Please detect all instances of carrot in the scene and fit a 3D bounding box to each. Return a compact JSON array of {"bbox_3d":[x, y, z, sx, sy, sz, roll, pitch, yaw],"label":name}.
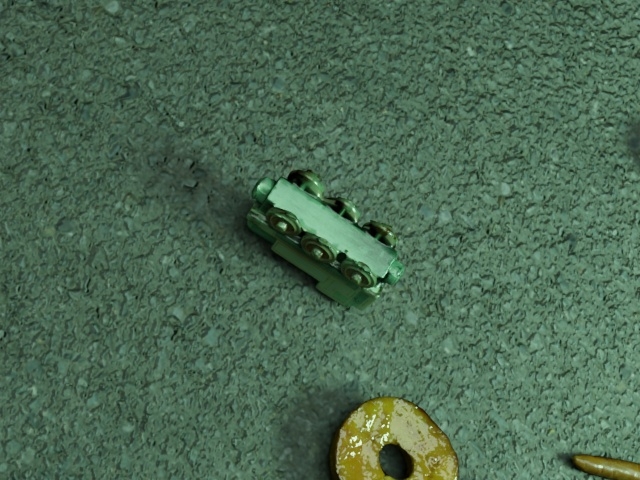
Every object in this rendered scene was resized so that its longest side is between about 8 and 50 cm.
[{"bbox_3d":[0.391,0.292,1.404,0.190,0.037,0.037,19,69,-9],"label":"carrot"}]

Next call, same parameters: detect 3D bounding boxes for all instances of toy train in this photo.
[{"bbox_3d":[0.000,0.000,1.303,0.194,0.125,0.081,33,60,-4],"label":"toy train"}]

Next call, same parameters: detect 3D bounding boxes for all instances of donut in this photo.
[{"bbox_3d":[0.078,0.254,1.291,0.152,0.058,0.152,5,72,-17],"label":"donut"}]
